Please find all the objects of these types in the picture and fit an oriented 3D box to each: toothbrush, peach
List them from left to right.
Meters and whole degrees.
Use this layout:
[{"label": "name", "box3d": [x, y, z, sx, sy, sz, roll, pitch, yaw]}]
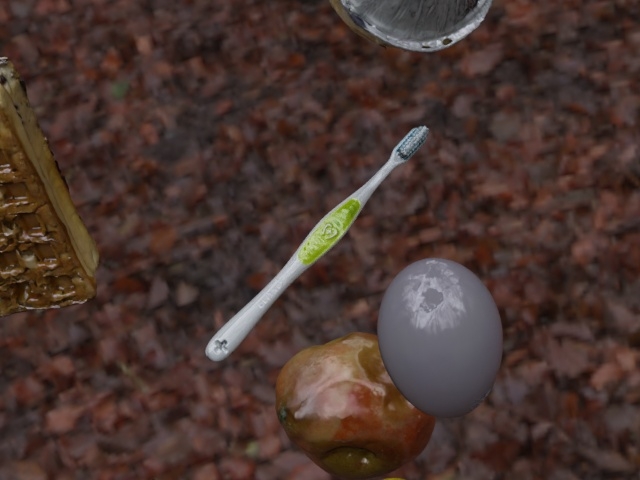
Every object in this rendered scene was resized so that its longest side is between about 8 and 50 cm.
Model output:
[{"label": "toothbrush", "box3d": [0.000, 0.000, 1.015, 0.263, 0.022, 0.026, -47, 2, -16]}, {"label": "peach", "box3d": [0.040, 0.239, 1.820, 0.235, 0.214, 0.214, 5, 18, -31]}]

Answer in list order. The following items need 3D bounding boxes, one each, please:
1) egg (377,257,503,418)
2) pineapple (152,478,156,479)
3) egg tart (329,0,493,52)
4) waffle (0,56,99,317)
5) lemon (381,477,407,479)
[{"label": "egg", "box3d": [0.141, 0.116, 1.493, 0.146, 0.198, 0.146, -5, 21, 2]}, {"label": "pineapple", "box3d": [-0.051, 0.388, 1.406, 0.334, 0.161, 0.158, 7, 72, 36]}, {"label": "egg tart", "box3d": [0.105, -0.325, 1.414, 0.234, 0.234, 0.094, -33, 5, -26]}, {"label": "waffle", "box3d": [-0.392, -0.046, 1.435, 0.213, 0.308, 0.091, -8, 41, 11]}, {"label": "lemon", "box3d": [0.073, 0.272, 1.287, 0.083, 0.062, 0.062, -36, 34, -10]}]
